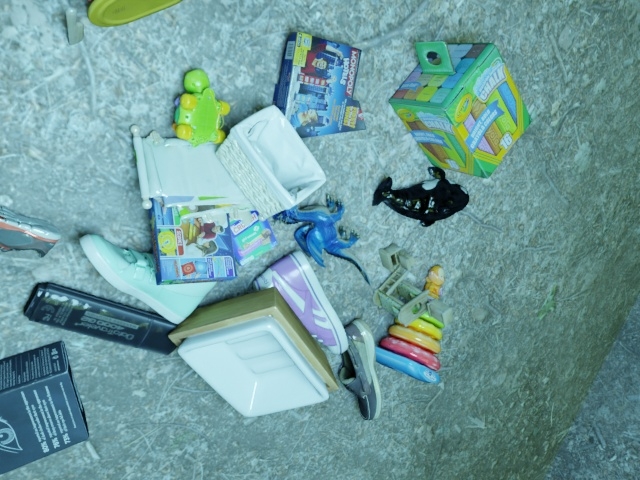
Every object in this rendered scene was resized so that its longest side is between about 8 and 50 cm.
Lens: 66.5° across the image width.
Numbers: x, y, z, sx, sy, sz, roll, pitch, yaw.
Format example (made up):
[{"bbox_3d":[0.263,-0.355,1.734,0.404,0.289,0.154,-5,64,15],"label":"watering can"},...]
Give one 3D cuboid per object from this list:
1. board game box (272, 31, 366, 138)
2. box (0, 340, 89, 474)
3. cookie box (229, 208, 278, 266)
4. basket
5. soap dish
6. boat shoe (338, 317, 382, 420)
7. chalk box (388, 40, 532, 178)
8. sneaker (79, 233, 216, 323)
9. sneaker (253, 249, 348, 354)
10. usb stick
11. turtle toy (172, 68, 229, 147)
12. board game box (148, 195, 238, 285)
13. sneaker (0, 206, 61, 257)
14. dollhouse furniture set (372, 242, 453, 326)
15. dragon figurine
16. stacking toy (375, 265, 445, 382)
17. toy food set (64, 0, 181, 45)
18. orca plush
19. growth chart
[{"bbox_3d":[0.009,-0.283,0.956,0.194,0.060,0.194,1,108,-34],"label":"board game box"},{"bbox_3d":[-0.515,0.286,0.811,0.207,0.108,0.153,-15,116,-27],"label":"box"},{"bbox_3d":[-0.147,-0.018,0.971,0.091,0.040,0.107,-32,122,-18],"label":"cookie box"},{"bbox_3d":[-0.091,-0.134,0.874,0.167,0.103,0.113,54,48,-7],"label":"basket"},{"bbox_3d":[-0.122,0.227,0.979,0.228,0.118,0.291,-18,130,17],"label":"soap dish"},{"bbox_3d":[0.090,0.336,1.234,0.092,0.103,0.285,-16,113,-21],"label":"boat shoe"},{"bbox_3d":[0.290,-0.302,1.057,0.179,0.180,0.289,-52,126,-5],"label":"chalk box"},{"bbox_3d":[-0.287,0.031,0.866,0.151,0.094,0.256,-45,136,-4],"label":"sneaker"},{"bbox_3d":[-0.054,0.170,1.080,0.161,0.102,0.282,-34,115,-11],"label":"sneaker"},{"bbox_3d":[-0.378,0.147,0.886,0.278,0.045,0.077,27,100,-37],"label":"usb stick"},{"bbox_3d":[-0.210,-0.224,0.832,0.095,0.066,0.130,-4,109,-51],"label":"turtle toy"},{"bbox_3d":[-0.224,-0.027,0.849,0.136,0.035,0.201,0,73,-36],"label":"board game box"},{"bbox_3d":[-0.487,-0.012,0.745,0.158,0.061,0.065,26,100,-36],"label":"sneaker"},{"bbox_3d":[0.206,0.119,1.165,0.101,0.182,0.161,-31,123,-19],"label":"dollhouse furniture set"},{"bbox_3d":[0.000,0.000,1.044,0.144,0.085,0.289,-34,119,-15],"label":"dragon figurine"},{"bbox_3d":[0.268,0.205,1.282,0.175,0.165,0.302,37,72,-43],"label":"stacking toy"},{"bbox_3d":[-0.282,-0.372,0.703,0.217,0.128,0.071,-29,101,-15],"label":"toy food set"},{"bbox_3d":[0.270,-0.102,1.169,0.287,0.102,0.151,15,100,-36],"label":"orca plush"},{"bbox_3d":[-0.207,-0.107,0.856,0.237,0.021,0.172,3,71,-35],"label":"growth chart"}]
